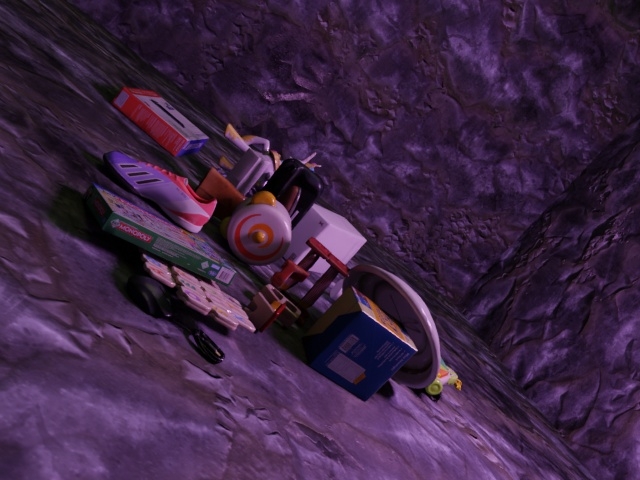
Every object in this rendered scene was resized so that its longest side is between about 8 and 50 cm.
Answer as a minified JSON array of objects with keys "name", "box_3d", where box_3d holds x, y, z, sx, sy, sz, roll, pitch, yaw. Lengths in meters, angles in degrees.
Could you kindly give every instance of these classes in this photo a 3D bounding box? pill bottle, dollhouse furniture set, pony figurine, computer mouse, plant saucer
[{"name":"pill bottle","box_3d":[0.131,0.225,1.984,0.193,0.108,0.108,38,11,-14]},{"name":"dollhouse furniture set","box_3d":[-0.052,0.130,1.478,0.152,0.201,0.374,41,10,1]},{"name":"pony figurine","box_3d":[-0.216,-0.214,2.054,0.363,0.351,0.303,22,8,-1]},{"name":"computer mouse","box_3d":[-0.272,0.146,1.076,0.242,0.041,0.071,41,10,-4]},{"name":"plant saucer","box_3d":[0.224,0.236,1.645,0.400,0.100,0.401,39,-35,35]}]

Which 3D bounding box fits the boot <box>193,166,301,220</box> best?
[{"name":"boot","box_3d":[-0.234,-0.141,1.756,0.280,0.264,0.096,39,25,-20]}]

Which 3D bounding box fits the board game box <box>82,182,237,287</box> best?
[{"name":"board game box","box_3d":[-0.359,-0.011,1.254,0.317,0.046,0.213,31,2,-39]}]

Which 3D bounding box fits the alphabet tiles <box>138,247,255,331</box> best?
[{"name":"alphabet tiles","box_3d":[-0.264,0.099,1.207,0.278,0.021,0.284,35,2,-29]}]

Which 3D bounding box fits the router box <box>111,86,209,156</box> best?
[{"name":"router box","box_3d":[-0.614,-0.464,2.187,0.301,0.082,0.335,40,11,-6]}]

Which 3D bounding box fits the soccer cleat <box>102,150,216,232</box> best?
[{"name":"soccer cleat","box_3d":[-0.429,-0.153,1.505,0.318,0.116,0.109,38,11,-16]}]

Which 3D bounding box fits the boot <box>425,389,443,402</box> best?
[{"name":"boot","box_3d":[0.371,0.497,1.925,0.121,0.045,0.099,43,14,6]}]

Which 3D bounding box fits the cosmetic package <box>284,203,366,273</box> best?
[{"name":"cosmetic package","box_3d":[0.000,0.000,2.147,0.156,0.217,0.385,47,10,25]}]

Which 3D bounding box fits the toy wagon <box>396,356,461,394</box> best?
[{"name":"toy wagon","box_3d":[0.338,0.416,1.903,0.344,0.068,0.267,22,16,-13]}]

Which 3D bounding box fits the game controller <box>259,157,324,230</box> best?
[{"name":"game controller","box_3d":[-0.132,-0.116,1.860,0.166,0.319,0.067,34,21,-17]}]

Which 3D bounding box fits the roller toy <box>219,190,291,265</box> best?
[{"name":"roller toy","box_3d":[-0.179,-0.030,1.672,0.191,0.209,0.146,47,10,-16]}]

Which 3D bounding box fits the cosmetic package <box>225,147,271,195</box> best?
[{"name":"cosmetic package","box_3d":[-0.276,-0.196,1.881,0.060,0.239,0.099,44,11,16]}]

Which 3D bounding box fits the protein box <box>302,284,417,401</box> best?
[{"name":"protein box","box_3d":[0.098,0.268,1.453,0.201,0.200,0.136,37,12,-22]}]
